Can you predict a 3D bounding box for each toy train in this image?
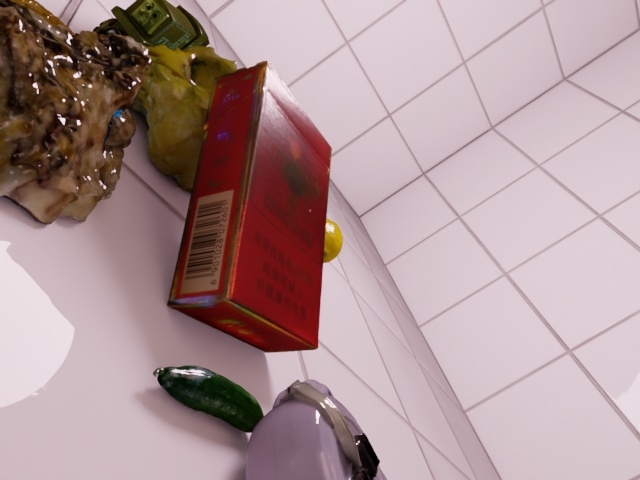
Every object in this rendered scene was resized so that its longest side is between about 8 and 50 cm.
[{"bbox_3d":[-0.282,-0.345,0.863,0.090,0.137,0.225,54,9,-10],"label":"toy train"}]

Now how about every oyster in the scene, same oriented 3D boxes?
[{"bbox_3d":[-0.231,-0.123,0.465,0.214,0.083,0.223,-1,76,-70],"label":"oyster"}]

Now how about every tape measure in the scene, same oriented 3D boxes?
[{"bbox_3d":[0.015,0.234,0.466,0.196,0.105,0.178,62,11,-14],"label":"tape measure"}]

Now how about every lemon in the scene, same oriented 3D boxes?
[{"bbox_3d":[0.000,0.000,1.216,0.109,0.109,0.133,52,19,-25],"label":"lemon"}]

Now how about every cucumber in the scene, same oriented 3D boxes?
[{"bbox_3d":[-0.097,0.140,0.466,0.155,0.037,0.037,48,12,-44],"label":"cucumber"}]

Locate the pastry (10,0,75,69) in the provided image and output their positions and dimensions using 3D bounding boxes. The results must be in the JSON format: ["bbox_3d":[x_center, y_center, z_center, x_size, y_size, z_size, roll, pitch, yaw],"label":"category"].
[{"bbox_3d":[-0.306,-0.210,0.544,0.109,0.057,0.097,56,14,15],"label":"pastry"}]

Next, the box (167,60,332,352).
[{"bbox_3d":[-0.070,-0.036,0.646,0.197,0.089,0.314,43,45,-52],"label":"box"}]

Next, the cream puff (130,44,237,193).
[{"bbox_3d":[-0.173,-0.198,0.784,0.282,0.185,0.282,57,9,-14],"label":"cream puff"}]
